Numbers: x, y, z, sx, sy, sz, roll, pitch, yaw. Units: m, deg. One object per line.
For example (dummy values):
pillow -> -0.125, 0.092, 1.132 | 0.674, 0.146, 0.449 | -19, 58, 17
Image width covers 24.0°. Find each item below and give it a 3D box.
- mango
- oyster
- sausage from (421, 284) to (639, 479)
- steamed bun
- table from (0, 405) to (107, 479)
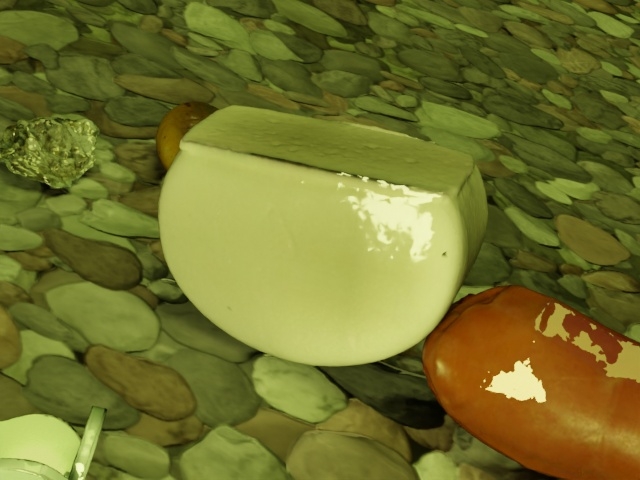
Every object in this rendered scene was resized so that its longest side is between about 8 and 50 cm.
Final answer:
mango -> -0.112, -0.085, 1.371 | 0.079, 0.057, 0.114 | 20, 34, -14
oyster -> -0.229, -0.079, 1.284 | 0.098, 0.037, 0.100 | 8, 29, -25
sausage -> 0.200, 0.122, 1.132 | 0.258, 0.133, 0.133 | 24, 26, 0
steamed bun -> 0.000, 0.000, 1.162 | 0.242, 0.164, 0.146 | 12, 23, 14
table -> -0.228, 0.132, 0.750 | 0.198, 0.166, 0.166 | 19, 26, -7
